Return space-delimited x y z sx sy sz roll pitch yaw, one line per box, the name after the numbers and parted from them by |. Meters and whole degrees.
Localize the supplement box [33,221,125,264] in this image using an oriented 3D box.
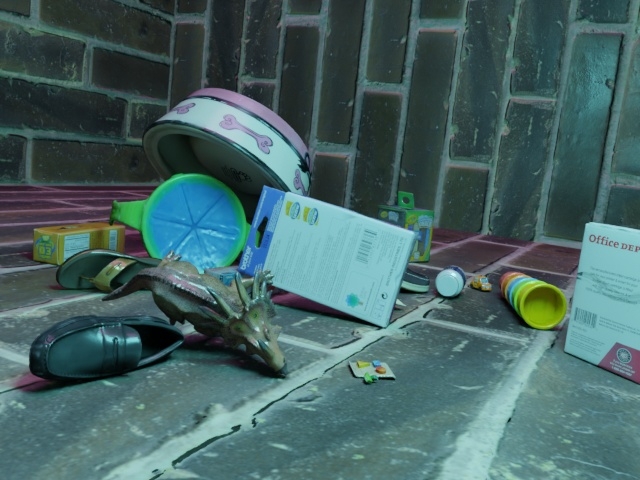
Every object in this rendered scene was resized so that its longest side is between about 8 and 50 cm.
-0.562 0.004 1.543 0.078 0.080 0.233 8 6 21 | supplement box

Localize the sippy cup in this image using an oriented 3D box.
-0.314 -0.029 1.526 0.305 0.240 0.224 49 -18 -15 | sippy cup

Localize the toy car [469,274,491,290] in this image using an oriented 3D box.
0.379 0.105 1.694 0.122 0.041 0.060 5 8 -13 | toy car

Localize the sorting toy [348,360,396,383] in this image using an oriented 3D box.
0.076 0.186 0.936 0.062 0.012 0.083 6 7 -7 | sorting toy

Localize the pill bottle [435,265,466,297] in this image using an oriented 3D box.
0.312 0.100 1.576 0.067 0.067 0.120 9 8 17 | pill bottle

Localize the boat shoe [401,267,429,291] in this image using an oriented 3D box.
0.146 0.045 1.559 0.285 0.092 0.103 21 2 -17 | boat shoe

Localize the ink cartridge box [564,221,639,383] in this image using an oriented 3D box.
0.524 0.099 1.107 0.100 0.237 0.172 3 9 -25 | ink cartridge box

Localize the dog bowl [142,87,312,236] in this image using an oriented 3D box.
-0.199 -0.183 1.529 0.408 0.150 0.408 23 -25 12 | dog bowl

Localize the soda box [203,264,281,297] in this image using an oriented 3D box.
-0.155 0.084 1.343 0.063 0.058 0.183 12 10 35 | soda box

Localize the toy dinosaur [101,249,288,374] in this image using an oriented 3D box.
-0.173 0.084 0.946 0.295 0.127 0.200 16 -1 -2 | toy dinosaur

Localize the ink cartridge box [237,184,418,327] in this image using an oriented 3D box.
0.011 0.024 1.256 0.311 0.186 0.065 19 7 13 | ink cartridge box

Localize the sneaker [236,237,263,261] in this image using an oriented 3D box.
-0.130 -0.009 1.711 0.256 0.151 0.094 10 10 33 | sneaker

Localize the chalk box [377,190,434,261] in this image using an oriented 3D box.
0.267 -0.046 2.078 0.132 0.213 0.132 0 10 -38 | chalk box

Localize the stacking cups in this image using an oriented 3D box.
0.455 0.118 1.478 0.096 0.096 0.316 6 6 1 | stacking cups

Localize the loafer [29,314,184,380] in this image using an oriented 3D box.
-0.262 0.131 0.830 0.078 0.076 0.223 1 1 26 | loafer

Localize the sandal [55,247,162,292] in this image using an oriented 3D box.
-0.384 0.071 1.249 0.219 0.090 0.060 10 27 -28 | sandal

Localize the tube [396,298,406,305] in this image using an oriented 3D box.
0.077 0.100 1.434 0.070 0.062 0.240 -30 27 -25 | tube
